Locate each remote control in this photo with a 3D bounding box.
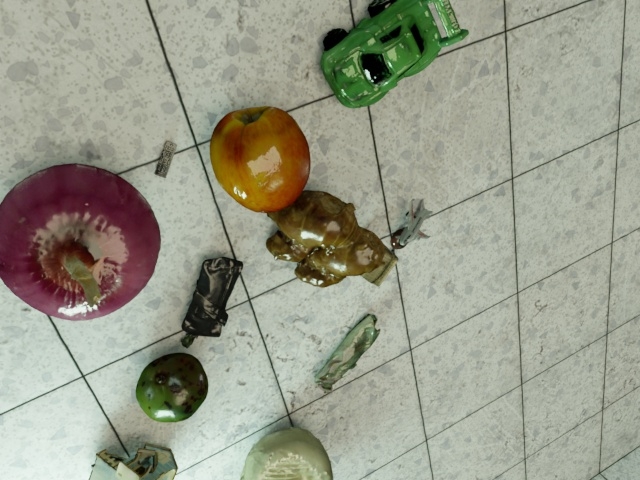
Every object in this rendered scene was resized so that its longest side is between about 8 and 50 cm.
[{"bbox_3d":[-0.386,-0.203,1.463,0.034,0.016,0.091,20,103,-17],"label":"remote control"}]

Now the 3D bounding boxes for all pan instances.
[{"bbox_3d":[0.248,0.020,1.903,0.068,0.023,0.115,25,100,-35],"label":"pan"}]

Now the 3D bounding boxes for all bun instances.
[{"bbox_3d":[-0.127,0.797,1.967,0.359,0.211,0.360,-6,104,-24],"label":"bun"}]

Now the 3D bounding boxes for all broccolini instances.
[{"bbox_3d":[-0.353,0.250,1.696,0.035,0.030,0.140,38,87,0],"label":"broccolini"}]

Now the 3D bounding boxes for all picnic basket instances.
[{"bbox_3d":[0.152,0.054,1.785,0.079,0.164,0.115,31,97,-26],"label":"picnic basket"}]

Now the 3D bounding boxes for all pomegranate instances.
[{"bbox_3d":[-0.410,0.425,1.663,0.202,0.202,0.248,-33,154,-11],"label":"pomegranate"}]

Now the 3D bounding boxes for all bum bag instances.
[{"bbox_3d":[-0.304,0.158,1.645,0.123,0.060,0.249,15,99,-27],"label":"bum bag"}]

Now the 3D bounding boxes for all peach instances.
[{"bbox_3d":[-0.147,-0.194,1.460,0.281,0.238,0.281,5,90,-68],"label":"peach"}]

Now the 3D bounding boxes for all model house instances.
[{"bbox_3d":[-0.517,0.695,1.725,0.206,0.270,0.178,-3,116,-66],"label":"model house"}]

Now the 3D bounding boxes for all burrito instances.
[{"bbox_3d":[0.093,0.377,1.966,0.096,0.066,0.309,40,88,-33],"label":"burrito"}]

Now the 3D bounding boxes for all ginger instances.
[{"bbox_3d":[-0.005,-0.009,1.651,0.274,0.153,0.357,-28,119,37],"label":"ginger"}]

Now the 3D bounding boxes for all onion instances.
[{"bbox_3d":[-0.540,-0.001,1.311,0.358,0.345,0.359,4,76,-19],"label":"onion"}]

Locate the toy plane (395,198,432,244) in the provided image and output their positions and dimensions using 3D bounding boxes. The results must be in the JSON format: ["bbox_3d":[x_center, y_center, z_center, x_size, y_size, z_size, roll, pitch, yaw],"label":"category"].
[{"bbox_3d":[0.296,-0.048,1.865,0.171,0.065,0.162,-46,127,-22],"label":"toy plane"}]

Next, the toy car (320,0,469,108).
[{"bbox_3d":[0.182,-0.501,1.527,0.358,0.176,0.213,-38,124,-7],"label":"toy car"}]
